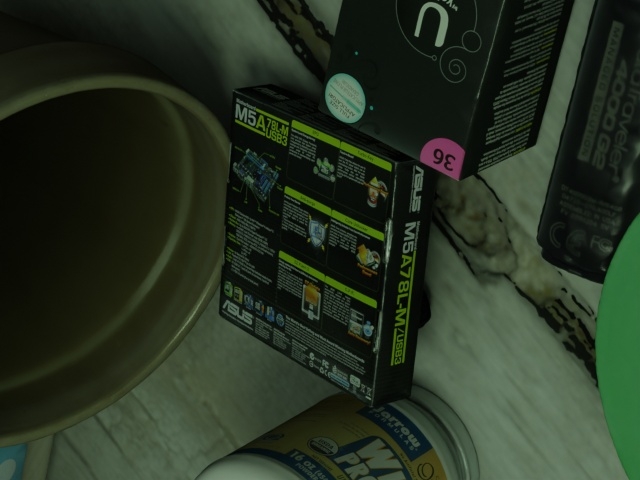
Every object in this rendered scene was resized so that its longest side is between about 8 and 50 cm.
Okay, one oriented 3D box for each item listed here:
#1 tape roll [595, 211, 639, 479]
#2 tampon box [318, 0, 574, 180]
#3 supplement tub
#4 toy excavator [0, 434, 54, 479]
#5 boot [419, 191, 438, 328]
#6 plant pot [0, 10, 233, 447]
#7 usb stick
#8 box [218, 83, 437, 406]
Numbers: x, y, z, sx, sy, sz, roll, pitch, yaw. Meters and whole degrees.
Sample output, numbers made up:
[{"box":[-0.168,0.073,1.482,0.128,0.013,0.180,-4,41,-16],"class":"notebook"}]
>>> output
[{"box":[0.323,0.085,1.124,0.321,0.077,0.321,15,114,37],"class":"tape roll"},{"box":[0.087,-0.143,1.217,0.120,0.101,0.161,29,122,28],"class":"tampon box"},{"box":[0.010,0.191,1.332,0.144,0.200,0.144,14,115,34],"class":"supplement tub"},{"box":[-0.376,0.225,1.486,0.433,0.445,0.222,32,123,26],"class":"toy excavator"},{"box":[0.054,-0.008,1.329,0.121,0.045,0.099,52,133,20],"class":"boot"},{"box":[-0.269,-0.048,1.427,0.280,0.323,0.323,42,129,39],"class":"plant pot"},{"box":[0.200,-0.102,1.181,0.077,0.045,0.278,23,119,22],"class":"usb stick"},{"box":[0.000,0.000,1.327,0.191,0.045,0.184,27,117,46],"class":"box"}]
